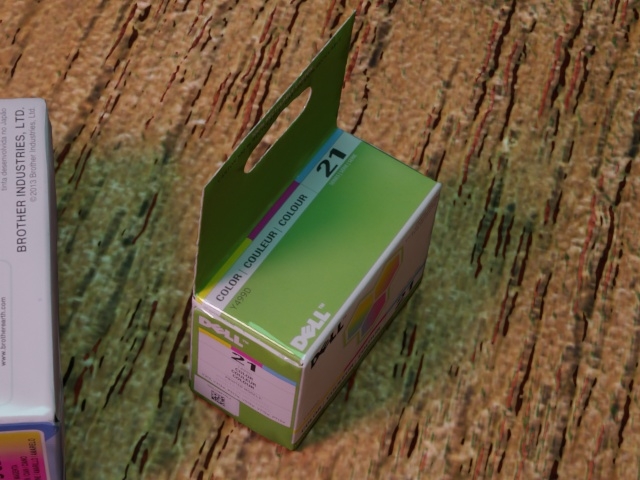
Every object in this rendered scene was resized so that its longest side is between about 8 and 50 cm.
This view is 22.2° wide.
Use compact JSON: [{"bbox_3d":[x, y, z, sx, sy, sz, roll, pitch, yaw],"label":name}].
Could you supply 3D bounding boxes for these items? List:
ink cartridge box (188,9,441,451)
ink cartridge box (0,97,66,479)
[{"bbox_3d":[0.000,0.000,1.124,0.097,0.255,0.189,30,59,14],"label":"ink cartridge box"},{"bbox_3d":[-0.377,0.049,1.116,0.395,0.151,0.270,-2,56,-9],"label":"ink cartridge box"}]
